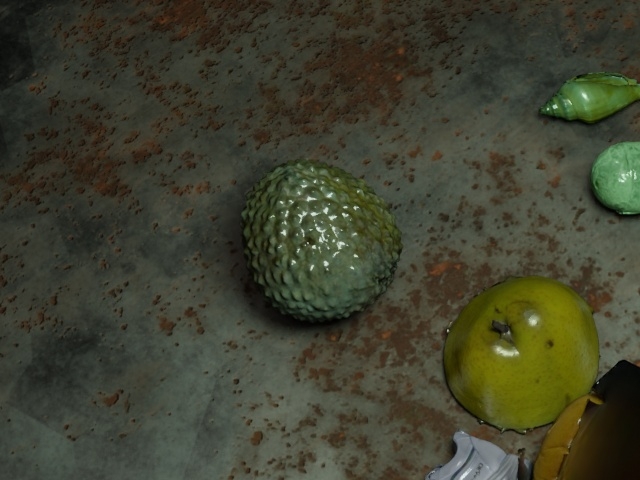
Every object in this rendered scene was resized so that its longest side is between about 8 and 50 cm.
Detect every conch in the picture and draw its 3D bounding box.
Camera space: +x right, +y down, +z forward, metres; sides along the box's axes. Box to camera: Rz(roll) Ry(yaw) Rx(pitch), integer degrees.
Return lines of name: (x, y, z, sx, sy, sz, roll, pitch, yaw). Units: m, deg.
conch: (0.469, -0.249, 2.006, 0.200, 0.079, 0.095, -16, 48, -18)

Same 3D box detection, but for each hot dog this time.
hot dog: (0.373, 0.334, 1.707, 0.326, 0.107, 0.194, -43, 92, -10)

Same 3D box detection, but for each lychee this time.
lychee: (0.000, 0.000, 1.868, 0.255, 0.274, 0.255, -14, 31, 9)

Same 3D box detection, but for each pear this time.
pear: (0.313, 0.149, 1.783, 0.267, 0.178, 0.267, -2, 67, 5)

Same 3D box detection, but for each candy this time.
candy: (0.659, -0.108, 1.906, 0.439, 0.119, 0.119, -3, 64, -1)

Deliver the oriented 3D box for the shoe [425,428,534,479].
shoe: (0.199, 0.395, 1.729, 0.137, 0.095, 0.245, 31, 69, 25)
